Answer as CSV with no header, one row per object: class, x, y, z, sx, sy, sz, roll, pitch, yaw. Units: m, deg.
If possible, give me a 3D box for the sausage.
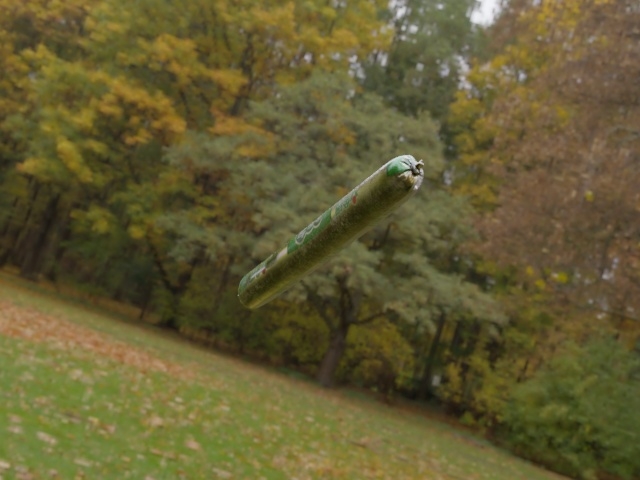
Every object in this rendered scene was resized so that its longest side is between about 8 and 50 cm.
sausage,0.000,0.000,0.763,0.033,0.033,0.269,21,-34,-25
